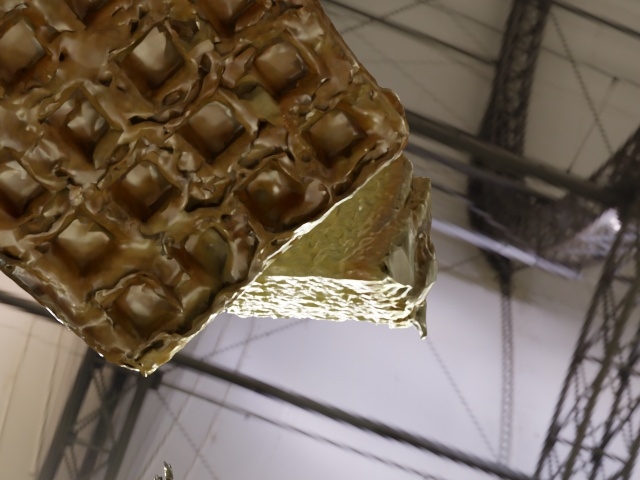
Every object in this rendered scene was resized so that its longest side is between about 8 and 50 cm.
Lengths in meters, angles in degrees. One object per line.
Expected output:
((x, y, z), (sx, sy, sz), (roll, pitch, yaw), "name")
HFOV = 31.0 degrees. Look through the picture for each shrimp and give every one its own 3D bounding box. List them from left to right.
((-0.228, 0.360, 1.666), (0.029, 0.038, 0.092), (34, -158, -22), "shrimp")

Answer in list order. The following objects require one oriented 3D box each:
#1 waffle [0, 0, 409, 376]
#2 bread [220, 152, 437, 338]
((-0.118, -0.097, 0.555), (0.308, 0.213, 0.091), (49, -179, -33), "waffle")
((0.000, 0.000, 0.748), (0.147, 0.127, 0.152), (2, 178, 13), "bread")
